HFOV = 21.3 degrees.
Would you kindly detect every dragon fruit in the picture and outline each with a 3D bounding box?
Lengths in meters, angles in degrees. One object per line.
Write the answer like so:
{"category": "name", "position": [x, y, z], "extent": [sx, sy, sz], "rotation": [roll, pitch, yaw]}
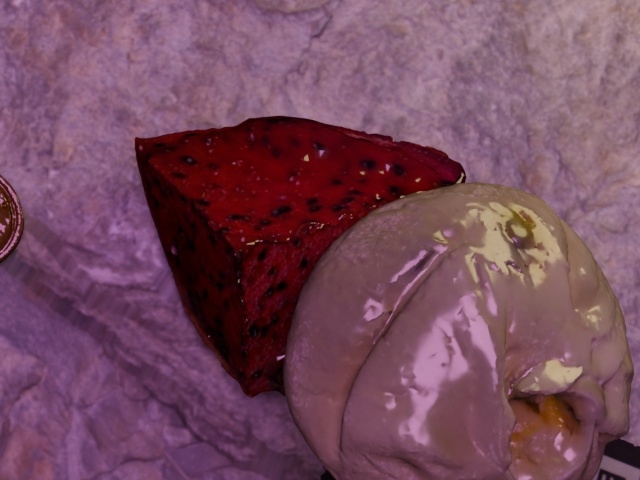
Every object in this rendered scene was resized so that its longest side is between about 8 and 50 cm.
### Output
{"category": "dragon fruit", "position": [0.000, 0.000, 1.766], "extent": [0.330, 0.240, 0.302], "rotation": [-17, 100, -2]}

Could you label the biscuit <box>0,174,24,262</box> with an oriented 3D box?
{"category": "biscuit", "position": [-0.406, -0.032, 1.837], "extent": [0.175, 0.026, 0.124], "rotation": [24, 76, 0]}

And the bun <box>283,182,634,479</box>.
{"category": "bun", "position": [0.151, 0.125, 1.667], "extent": [0.365, 0.219, 0.365], "rotation": [-2, 96, -23]}

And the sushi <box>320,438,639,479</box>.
{"category": "sushi", "position": [0.142, 0.329, 1.795], "extent": [0.343, 0.064, 0.359], "rotation": [22, 73, -10]}
